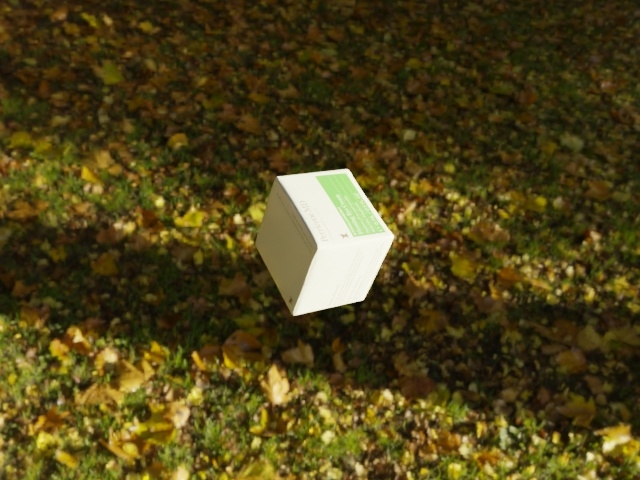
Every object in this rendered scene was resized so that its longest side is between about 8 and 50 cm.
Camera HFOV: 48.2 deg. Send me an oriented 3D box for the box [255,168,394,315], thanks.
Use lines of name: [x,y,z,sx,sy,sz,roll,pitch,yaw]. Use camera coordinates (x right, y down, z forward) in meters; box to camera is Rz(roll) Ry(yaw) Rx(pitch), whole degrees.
box: [0.000,0.000,0.707,0.087,0.102,0.101,-10,51,-28]
